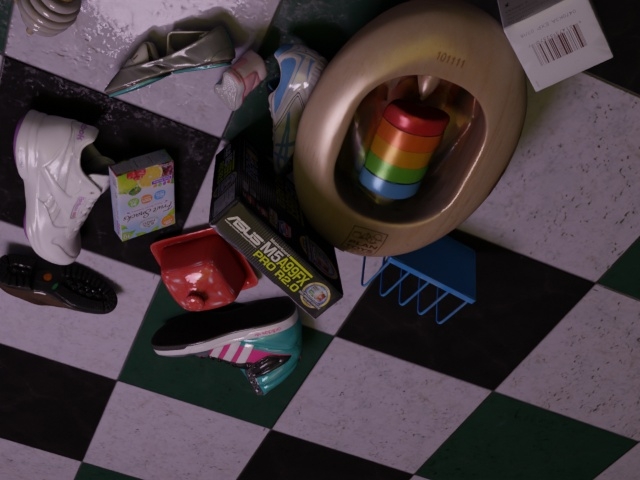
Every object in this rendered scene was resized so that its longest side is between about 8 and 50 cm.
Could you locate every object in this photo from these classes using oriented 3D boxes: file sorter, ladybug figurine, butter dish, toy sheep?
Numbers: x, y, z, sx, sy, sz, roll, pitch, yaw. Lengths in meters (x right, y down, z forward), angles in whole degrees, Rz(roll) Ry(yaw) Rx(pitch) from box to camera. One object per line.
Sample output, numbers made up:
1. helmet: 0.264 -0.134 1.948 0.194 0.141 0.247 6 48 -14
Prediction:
1. file sorter: 0.165 0.050 1.492 0.170 0.118 0.104 27 133 -18
2. ladybug figurine: 0.118 -0.160 1.267 0.305 0.162 0.449 16 131 -13
3. butter dish: -0.213 0.073 1.555 0.160 0.118 0.160 -13 129 18
4. toy sheep: -0.382 -0.332 1.228 0.091 0.091 0.132 33 142 -22

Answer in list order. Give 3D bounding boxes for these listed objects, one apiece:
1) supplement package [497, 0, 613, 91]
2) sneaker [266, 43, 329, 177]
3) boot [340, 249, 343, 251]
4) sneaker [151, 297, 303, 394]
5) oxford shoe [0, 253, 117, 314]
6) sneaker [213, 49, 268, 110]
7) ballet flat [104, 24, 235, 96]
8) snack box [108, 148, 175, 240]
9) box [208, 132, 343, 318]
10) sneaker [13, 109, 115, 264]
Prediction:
1. supplement package: 0.289 -0.295 1.114 0.105 0.179 0.105 -24 126 22
2. sneaker: -0.044 -0.195 1.325 0.086 0.085 0.237 31 139 15
3. boot: 0.000 0.000 1.521 0.114 0.037 0.106 21 129 -18
4. sneaker: -0.163 0.219 1.689 0.295 0.124 0.178 -11 121 14
5. oxford shoe: -0.493 0.089 1.642 0.227 0.083 0.096 20 151 -12
6. sneaker: -0.113 -0.237 1.294 0.051 0.070 0.134 48 164 -5
7. ballet flat: -0.227 -0.268 1.289 0.213 0.072 0.068 -12 103 16
8. snack box: -0.293 -0.074 1.450 0.100 0.037 0.141 -20 140 -27
9. box: -0.068 -0.030 1.326 0.060 0.270 0.216 -41 112 15
10. sneaker: -0.412 -0.070 1.448 0.152 0.114 0.305 5 133 0
